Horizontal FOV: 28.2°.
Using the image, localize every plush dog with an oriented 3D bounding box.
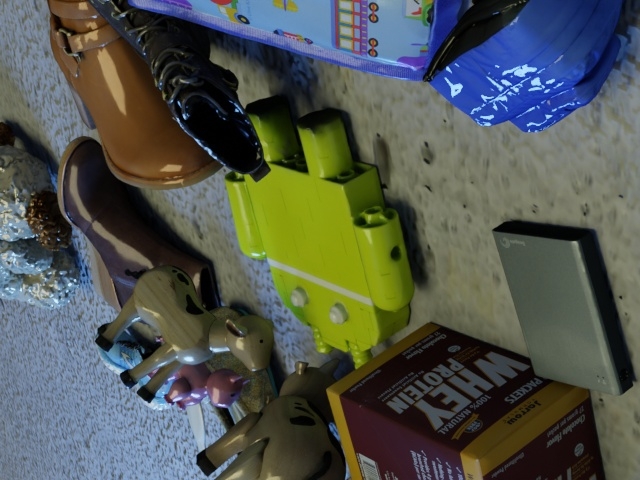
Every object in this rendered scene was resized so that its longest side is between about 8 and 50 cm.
[{"bbox_3d":[-0.453,-0.037,1.786,0.262,0.211,0.225,49,126,20],"label":"plush dog"}]

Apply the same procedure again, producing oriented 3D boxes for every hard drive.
[{"bbox_3d":[0.189,0.051,0.998,0.094,0.022,0.135,9,124,55],"label":"hard drive"}]

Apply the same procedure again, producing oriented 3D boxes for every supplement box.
[{"bbox_3d":[0.133,0.203,1.115,0.194,0.129,0.191,18,131,50],"label":"supplement box"}]

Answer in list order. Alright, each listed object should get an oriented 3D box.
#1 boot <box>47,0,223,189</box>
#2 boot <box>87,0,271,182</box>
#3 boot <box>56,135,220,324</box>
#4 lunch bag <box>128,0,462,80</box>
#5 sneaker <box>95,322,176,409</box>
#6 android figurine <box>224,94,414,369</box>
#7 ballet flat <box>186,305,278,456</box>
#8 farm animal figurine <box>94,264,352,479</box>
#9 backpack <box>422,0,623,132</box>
[{"bbox_3d":[-0.203,-0.191,1.315,0.283,0.109,0.220,46,153,47],"label":"boot"},{"bbox_3d":[-0.143,-0.187,1.118,0.263,0.091,0.229,45,-169,-42],"label":"boot"},{"bbox_3d":[-0.210,0.000,1.546,0.207,0.090,0.248,17,130,35],"label":"boot"},{"bbox_3d":[-0.006,-0.250,0.943,0.293,0.138,0.221,29,137,29],"label":"lunch bag"},{"bbox_3d":[-0.246,0.159,1.762,0.162,0.063,0.073,38,127,27],"label":"sneaker"},{"bbox_3d":[0.000,0.000,1.218,0.248,0.056,0.272,22,132,48],"label":"android figurine"},{"bbox_3d":[-0.081,0.248,1.507,0.123,0.123,0.348,1,117,57],"label":"ballet flat"},{"bbox_3d":[-0.053,0.176,1.289,0.330,0.172,0.327,47,-176,-30],"label":"farm animal figurine"},{"bbox_3d":[0.145,-0.134,0.828,0.101,0.098,0.120,32,153,-10],"label":"backpack"}]
